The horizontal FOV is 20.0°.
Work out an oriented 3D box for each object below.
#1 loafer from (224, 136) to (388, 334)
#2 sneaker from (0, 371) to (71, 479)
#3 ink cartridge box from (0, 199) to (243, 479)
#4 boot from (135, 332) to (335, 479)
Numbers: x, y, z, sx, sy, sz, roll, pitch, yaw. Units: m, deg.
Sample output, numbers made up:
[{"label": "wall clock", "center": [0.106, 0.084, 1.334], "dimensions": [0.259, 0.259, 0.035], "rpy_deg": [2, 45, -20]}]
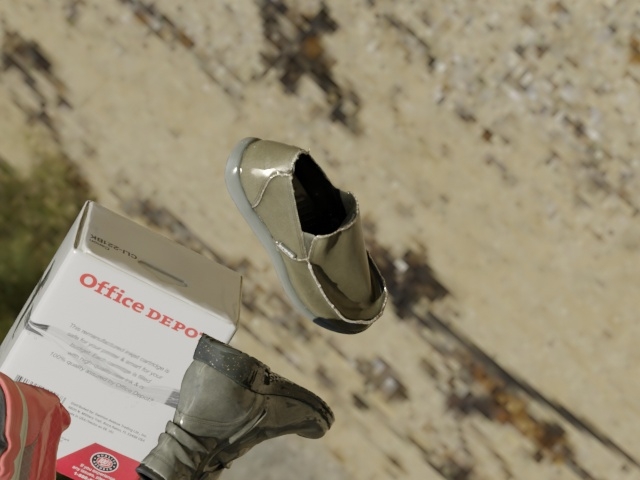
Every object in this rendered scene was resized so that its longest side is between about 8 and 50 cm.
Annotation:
[{"label": "loafer", "center": [0.000, 0.000, 1.799], "dimensions": [0.087, 0.094, 0.251], "rpy_deg": [-4, 136, 41]}, {"label": "sneaker", "center": [-0.285, 0.272, 1.590], "dimensions": [0.116, 0.314, 0.136], "rpy_deg": [14, 180, 33]}, {"label": "ink cartridge box", "center": [-0.232, 0.120, 1.971], "dimensions": [0.197, 0.273, 0.114], "rpy_deg": [27, -152, -14]}, {"label": "boot", "center": [-0.088, 0.194, 1.758], "dimensions": [0.083, 0.161, 0.246], "rpy_deg": [24, 173, 32]}]
